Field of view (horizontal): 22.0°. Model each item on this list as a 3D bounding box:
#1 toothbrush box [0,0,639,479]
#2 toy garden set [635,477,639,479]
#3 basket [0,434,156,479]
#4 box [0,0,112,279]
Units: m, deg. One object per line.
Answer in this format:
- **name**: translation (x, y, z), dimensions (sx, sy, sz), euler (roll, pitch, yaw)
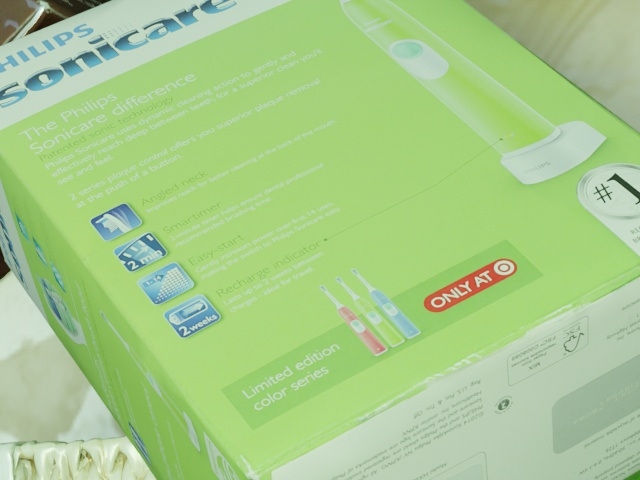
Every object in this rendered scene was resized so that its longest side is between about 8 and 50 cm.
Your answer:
- **toothbrush box**: translation (0.000, 0.000, 0.677), dimensions (0.206, 0.122, 0.283), euler (-27, 46, -19)
- **toy garden set**: translation (0.120, 0.079, 0.731), dimensions (0.244, 0.049, 0.204), euler (-4, 63, 45)
- **basket**: translation (-0.075, 0.144, 0.760), dimensions (0.103, 0.167, 0.113), euler (-11, 80, 11)
- **box**: translation (-0.211, -0.107, 0.835), dimensions (0.167, 0.168, 0.203), euler (-45, 71, 9)
